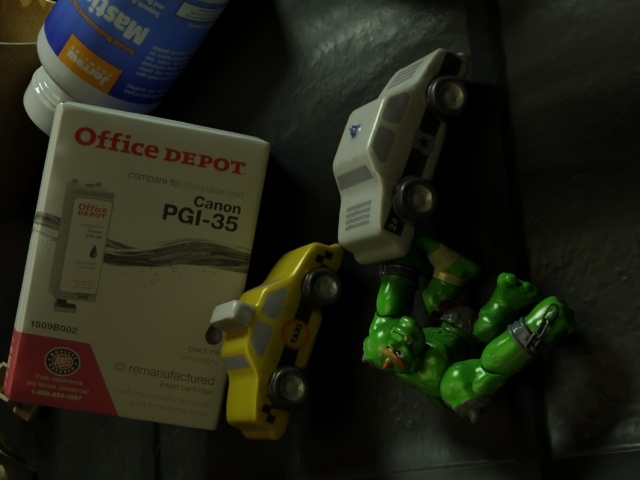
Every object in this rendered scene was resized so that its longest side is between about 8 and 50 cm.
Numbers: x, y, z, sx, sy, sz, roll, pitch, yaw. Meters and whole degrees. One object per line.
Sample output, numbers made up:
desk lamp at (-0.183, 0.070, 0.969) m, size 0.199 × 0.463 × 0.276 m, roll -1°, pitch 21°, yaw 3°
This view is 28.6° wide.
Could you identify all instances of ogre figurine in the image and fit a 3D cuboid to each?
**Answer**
ogre figurine at (0.106, 0.072, 1.010) m, size 0.197 × 0.097 × 0.118 m, roll 27°, pitch 85°, yaw 30°

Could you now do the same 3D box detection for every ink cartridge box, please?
ink cartridge box at (-0.176, 0.021, 1.207) m, size 0.117 × 0.207 × 0.283 m, roll -155°, pitch 75°, yaw -80°

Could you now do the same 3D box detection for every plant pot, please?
plant pot at (-0.413, -0.155, 1.512) m, size 0.237 × 0.237 × 0.254 m, roll 36°, pitch 125°, yaw 43°

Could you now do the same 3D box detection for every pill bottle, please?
pill bottle at (-0.206, -0.227, 1.332) m, size 0.272 × 0.152 × 0.152 m, roll -51°, pitch 51°, yaw 28°

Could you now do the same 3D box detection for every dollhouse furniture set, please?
dollhouse furniture set at (-0.410, 0.218, 1.546) m, size 0.182 × 0.101 × 0.161 m, roll 20°, pitch 74°, yaw 46°

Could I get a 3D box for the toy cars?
toy cars at (0.000, 0.000, 1.086) m, size 0.393 × 0.087 × 0.176 m, roll -58°, pitch 21°, yaw 23°
